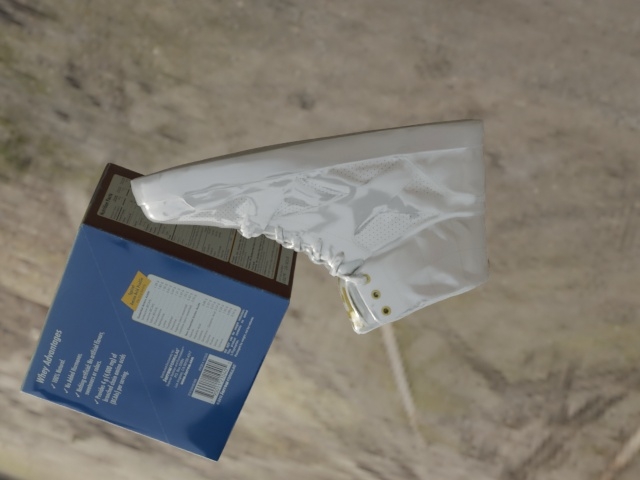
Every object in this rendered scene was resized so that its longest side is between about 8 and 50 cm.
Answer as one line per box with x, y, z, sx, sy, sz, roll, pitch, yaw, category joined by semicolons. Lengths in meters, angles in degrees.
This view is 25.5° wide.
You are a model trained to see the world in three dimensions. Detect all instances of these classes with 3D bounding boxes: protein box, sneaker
-0.151;0.068;1.354;0.201;0.200;0.136;21;-153;-7;protein box
0.000;0.000;1.155;0.292;0.169;0.108;-8;-173;-6;sneaker
